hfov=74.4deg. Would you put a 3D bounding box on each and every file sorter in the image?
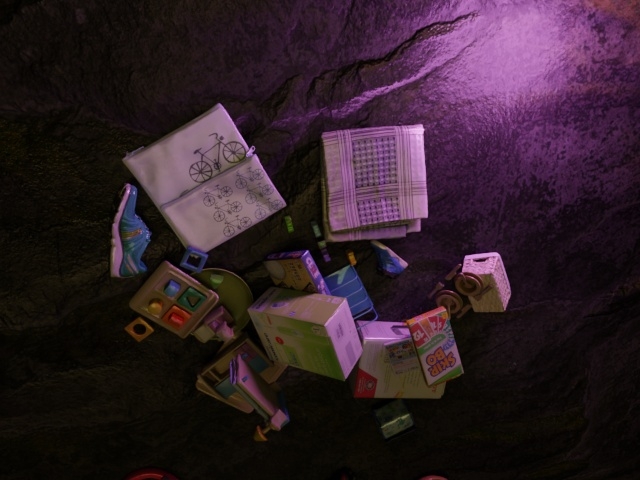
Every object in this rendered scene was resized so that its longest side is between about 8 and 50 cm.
[{"bbox_3d":[0.089,0.183,1.313,0.118,0.104,0.170,-28,112,2],"label":"file sorter"}]

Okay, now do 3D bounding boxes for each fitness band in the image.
[{"bbox_3d":[-0.587,0.931,1.507,0.209,0.054,0.291,-32,110,6],"label":"fitness band"}]

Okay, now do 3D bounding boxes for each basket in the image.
[{"bbox_3d":[0.524,0.138,1.341,0.113,0.103,0.167,-9,116,37],"label":"basket"}]

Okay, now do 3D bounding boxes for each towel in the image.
[{"bbox_3d":[0.154,-0.156,1.202,0.312,0.056,0.325,-7,105,-12],"label":"towel"}]

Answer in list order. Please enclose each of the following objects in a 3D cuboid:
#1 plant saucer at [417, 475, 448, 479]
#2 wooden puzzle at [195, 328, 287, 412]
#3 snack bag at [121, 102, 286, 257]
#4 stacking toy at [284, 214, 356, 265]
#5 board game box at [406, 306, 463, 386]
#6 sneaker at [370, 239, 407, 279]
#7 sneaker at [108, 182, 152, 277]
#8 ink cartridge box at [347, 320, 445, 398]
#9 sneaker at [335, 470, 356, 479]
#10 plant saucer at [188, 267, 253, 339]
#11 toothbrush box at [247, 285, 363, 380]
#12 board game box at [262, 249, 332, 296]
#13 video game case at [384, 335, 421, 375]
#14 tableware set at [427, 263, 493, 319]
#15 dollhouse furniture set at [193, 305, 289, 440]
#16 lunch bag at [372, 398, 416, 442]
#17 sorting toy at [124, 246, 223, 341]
[{"bbox_3d":[0.439,1.024,1.704,0.199,0.037,0.200,-3,110,-7],"label":"plant saucer"},{"bbox_3d":[-0.255,0.428,1.384,0.221,0.044,0.239,33,97,-18],"label":"wooden puzzle"},{"bbox_3d":[-0.313,-0.160,1.165,0.323,0.037,0.343,-29,111,2],"label":"snack bag"},{"bbox_3d":[0.000,0.000,1.264,0.166,0.052,0.221,-19,107,-3],"label":"stacking toy"},{"bbox_3d":[0.362,0.343,1.317,0.124,0.039,0.260,-21,109,-3],"label":"board game box"},{"bbox_3d":[0.195,0.066,1.311,0.152,0.058,0.085,37,92,-25],"label":"sneaker"},{"bbox_3d":[-0.524,-0.026,1.163,0.109,0.107,0.275,0,116,-29],"label":"sneaker"},{"bbox_3d":[0.257,0.395,1.399,0.306,0.131,0.226,4,106,-11],"label":"ink cartridge box"},{"bbox_3d":[0.117,1.010,1.617,0.135,0.098,0.276,-30,109,2],"label":"sneaker"},{"bbox_3d":[-0.326,0.189,1.287,0.240,0.037,0.241,-3,110,-8],"label":"plant saucer"},{"bbox_3d":[-0.044,0.263,1.222,0.283,0.122,0.206,5,125,36],"label":"toothbrush box"},{"bbox_3d":[-0.054,0.145,1.257,0.165,0.042,0.243,-6,119,41],"label":"board game box"},{"bbox_3d":[0.255,0.360,1.307,0.087,0.011,0.122,-17,109,7],"label":"video game case"},{"bbox_3d":[0.431,0.171,1.326,0.128,0.039,0.194,35,135,6],"label":"tableware set"},{"bbox_3d":[-0.264,0.401,1.185,0.198,0.303,0.286,-38,112,1],"label":"dollhouse furniture set"},{"bbox_3d":[0.272,0.661,1.522,0.128,0.096,0.151,-23,126,-3],"label":"lunch bag"},{"bbox_3d":[-0.427,0.182,1.222,0.196,0.047,0.348,39,100,-19],"label":"sorting toy"}]
